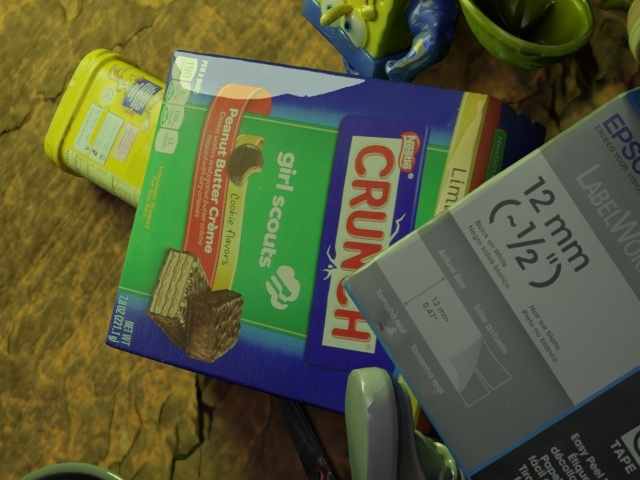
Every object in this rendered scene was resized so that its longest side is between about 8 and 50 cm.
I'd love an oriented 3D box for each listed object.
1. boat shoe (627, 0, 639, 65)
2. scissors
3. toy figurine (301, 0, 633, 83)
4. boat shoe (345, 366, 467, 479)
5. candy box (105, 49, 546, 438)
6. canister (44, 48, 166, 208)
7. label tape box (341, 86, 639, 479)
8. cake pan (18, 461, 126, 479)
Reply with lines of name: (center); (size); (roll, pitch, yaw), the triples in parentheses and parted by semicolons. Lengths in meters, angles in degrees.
boat shoe: (0.348, -0.258, 1.164); (0.341, 0.121, 0.110); (-42, 52, 8)
scissors: (0.016, 0.211, 1.335); (0.109, 0.021, 0.297); (-26, 63, 30)
toy figurine: (0.090, -0.208, 1.351); (0.362, 0.191, 0.217); (48, 137, 27)
boat shoe: (0.068, 0.180, 1.177); (0.084, 0.258, 0.095); (-11, 48, -3)
candy box: (0.000, 0.000, 1.318); (0.317, 0.122, 0.268); (12, 89, 32)
canister: (-0.169, -0.095, 1.514); (0.170, 0.073, 0.126); (29, 96, 36)
label tape box: (0.228, 0.036, 1.096); (0.347, 0.115, 0.249); (-34, 80, 13)
cake pan: (-0.221, 0.350, 1.444); (0.293, 0.054, 0.293); (-10, 72, 33)
